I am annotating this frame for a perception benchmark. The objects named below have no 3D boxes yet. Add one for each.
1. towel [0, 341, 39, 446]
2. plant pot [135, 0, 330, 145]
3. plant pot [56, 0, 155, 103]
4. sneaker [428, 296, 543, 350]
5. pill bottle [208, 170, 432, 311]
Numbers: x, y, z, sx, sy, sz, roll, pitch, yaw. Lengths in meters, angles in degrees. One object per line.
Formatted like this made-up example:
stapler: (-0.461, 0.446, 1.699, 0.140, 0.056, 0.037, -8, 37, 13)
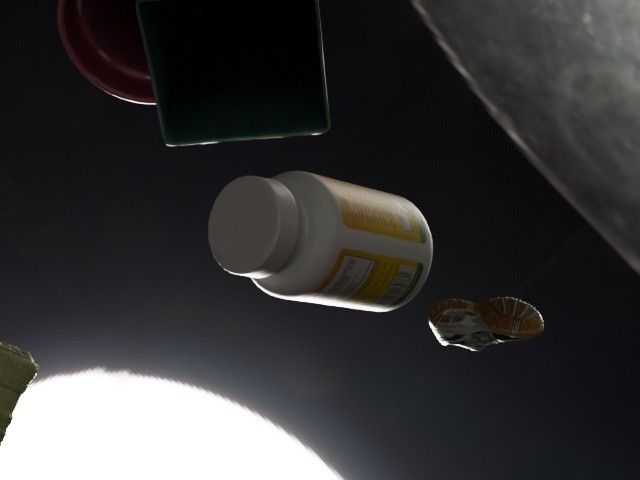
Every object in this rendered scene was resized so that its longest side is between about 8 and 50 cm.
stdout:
towel: (-0.351, 0.131, 1.165, 0.148, 0.110, 0.027, 26, 167, -14)
plant pot: (-0.081, -0.236, 1.252, 0.234, 0.165, 0.166, -92, -3, -49)
plant pot: (-0.197, -0.296, 1.520, 0.201, 0.201, 0.180, 44, -146, -19)
sneaker: (0.121, 0.062, 0.892, 0.083, 0.032, 0.037, 4, 139, 23)
pill bottle: (0.000, 0.000, 1.147, 0.208, 0.118, 0.117, 10, -148, -48)
